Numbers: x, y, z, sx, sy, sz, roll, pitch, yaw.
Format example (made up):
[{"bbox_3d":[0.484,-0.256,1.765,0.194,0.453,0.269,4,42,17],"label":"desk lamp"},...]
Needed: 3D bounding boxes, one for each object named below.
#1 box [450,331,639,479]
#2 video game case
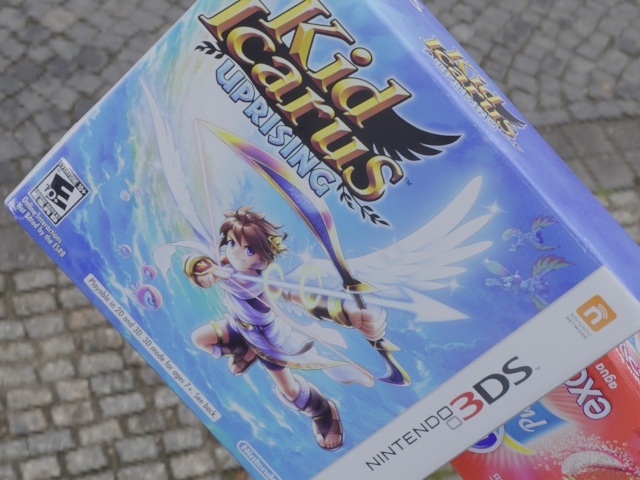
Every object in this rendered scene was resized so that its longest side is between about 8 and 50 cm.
[{"bbox_3d":[0.135,0.067,0.953,0.300,0.142,0.154,52,22,-22],"label":"box"},{"bbox_3d":[0.000,0.000,0.707,0.269,0.244,0.061,48,28,-3],"label":"video game case"}]
